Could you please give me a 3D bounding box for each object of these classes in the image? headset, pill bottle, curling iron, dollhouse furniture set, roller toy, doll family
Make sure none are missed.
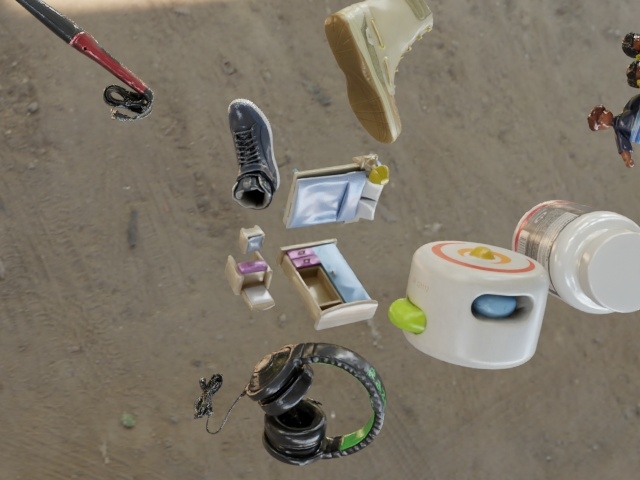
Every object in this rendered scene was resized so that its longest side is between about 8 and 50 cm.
[{"bbox_3d":[-0.063,0.308,1.725,0.185,0.394,0.244,-71,149,-62],"label":"headset"},{"bbox_3d":[0.466,0.030,1.530,0.176,0.318,0.176,-1,98,-6],"label":"pill bottle"},{"bbox_3d":[-0.339,-0.265,1.211,0.274,0.035,0.068,46,77,-24],"label":"curling iron"},{"bbox_3d":[0.000,0.000,1.708,0.286,0.303,0.198,-10,47,-29],"label":"dollhouse furniture set"},{"bbox_3d":[0.216,0.079,1.216,0.209,0.191,0.146,-16,118,-58],"label":"roller toy"},{"bbox_3d":[0.335,-0.161,0.852,0.076,0.111,0.193,80,33,-61],"label":"doll family"}]

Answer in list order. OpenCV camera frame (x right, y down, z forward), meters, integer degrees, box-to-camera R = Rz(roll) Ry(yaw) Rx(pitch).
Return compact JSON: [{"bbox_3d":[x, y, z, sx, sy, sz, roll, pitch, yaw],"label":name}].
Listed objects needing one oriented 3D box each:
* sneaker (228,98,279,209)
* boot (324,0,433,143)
[{"bbox_3d":[-0.148,-0.173,1.830,0.163,0.086,0.226,-70,145,-63],"label":"sneaker"},{"bbox_3d":[0.133,-0.331,1.606,0.203,0.095,0.262,-39,117,-29],"label":"boot"}]
